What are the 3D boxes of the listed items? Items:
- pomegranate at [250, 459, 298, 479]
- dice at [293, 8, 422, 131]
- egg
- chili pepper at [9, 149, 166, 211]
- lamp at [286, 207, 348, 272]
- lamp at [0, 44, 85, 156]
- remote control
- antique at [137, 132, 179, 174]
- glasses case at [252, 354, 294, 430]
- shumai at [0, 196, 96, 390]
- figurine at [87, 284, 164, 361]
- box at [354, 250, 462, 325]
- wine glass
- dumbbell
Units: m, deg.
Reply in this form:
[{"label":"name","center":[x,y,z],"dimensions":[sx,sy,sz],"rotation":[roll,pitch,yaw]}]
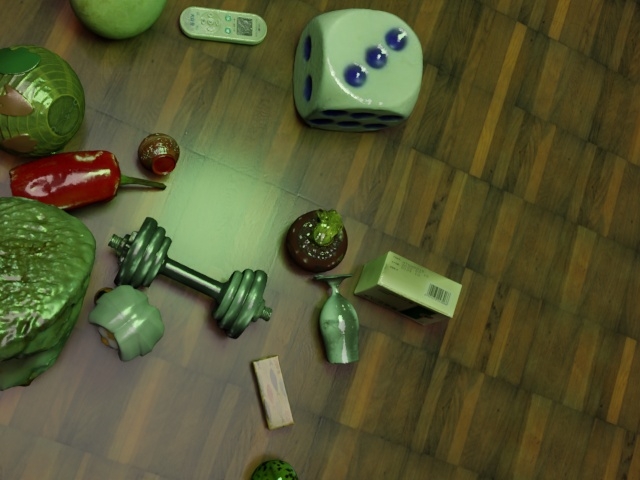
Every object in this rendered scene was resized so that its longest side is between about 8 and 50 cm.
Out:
[{"label":"pomegranate","center":[-0.094,0.581,1.740],"dimensions":[0.161,0.122,0.122],"rotation":[35,72,-37]},{"label":"dice","center":[0.089,-0.420,1.870],"dimensions":[0.259,0.243,0.251],"rotation":[2,81,-19]},{"label":"egg","center":[-0.460,-0.611,1.747],"dimensions":[0.218,0.218,0.295],"rotation":[34,66,-9]},{"label":"chili pepper","center":[-0.523,-0.143,1.694],"dimensions":[0.338,0.134,0.131],"rotation":[-12,105,-16]},{"label":"lamp","center":[-0.005,0.001,1.831],"dimensions":[0.156,0.135,0.157],"rotation":[-15,88,-17]},{"label":"lamp","center":[-0.665,-0.318,1.644],"dimensions":[0.284,0.250,0.250],"rotation":[25,73,24]},{"label":"remote control","center":[-0.247,-0.544,1.890],"dimensions":[0.221,0.042,0.078],"rotation":[2,80,-17]},{"label":"antique","center":[-0.385,-0.209,1.772],"dimensions":[0.104,0.104,0.104],"rotation":[2,81,-16]},{"label":"glasses case","center":[-0.114,0.367,1.796],"dimensions":[0.064,0.041,0.170],"rotation":[-14,86,-6]},{"label":"shumai","center":[-0.642,0.135,1.535],"dimensions":[0.324,0.323,0.397],"rotation":[12,45,-3]},{"label":"figurine","center":[-0.430,0.174,1.628],"dimensions":[0.133,0.236,0.176],"rotation":[-43,96,-17]},{"label":"box","center":[0.217,0.124,1.861],"dimensions":[0.212,0.168,0.095],"rotation":[25,72,-11]},{"label":"wine glass","center":[0.043,0.193,1.835],"dimensions":[0.103,0.103,0.222],"rotation":[-4,82,-17]},{"label":"dumbbell","center":[-0.296,0.088,1.712],"dimensions":[0.406,0.179,0.179],"rotation":[27,75,-11]}]
